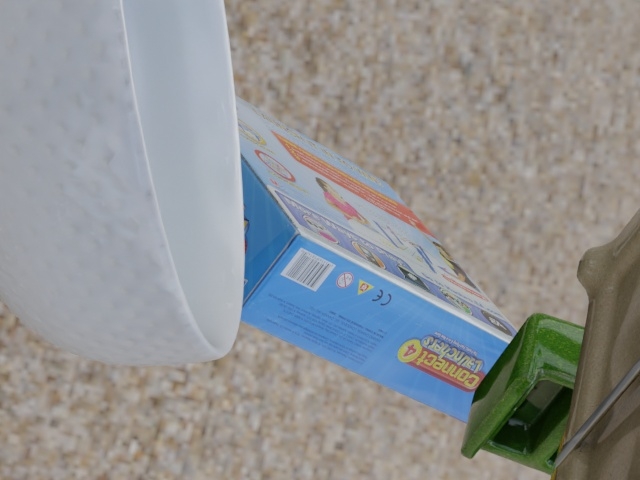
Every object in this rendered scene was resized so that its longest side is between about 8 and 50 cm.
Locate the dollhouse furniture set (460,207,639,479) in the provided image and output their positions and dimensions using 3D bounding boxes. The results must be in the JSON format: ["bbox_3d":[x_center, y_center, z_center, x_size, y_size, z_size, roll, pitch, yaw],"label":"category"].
[{"bbox_3d":[0.162,0.099,0.644,0.301,0.151,0.197,116,-6,-54],"label":"dollhouse furniture set"}]

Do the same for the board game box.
[{"bbox_3d":[0.000,0.000,1.370,0.308,0.302,0.086,28,106,-39],"label":"board game box"}]

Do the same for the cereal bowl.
[{"bbox_3d":[-0.135,-0.093,0.846,0.339,0.141,0.339,-7,90,-84],"label":"cereal bowl"}]
